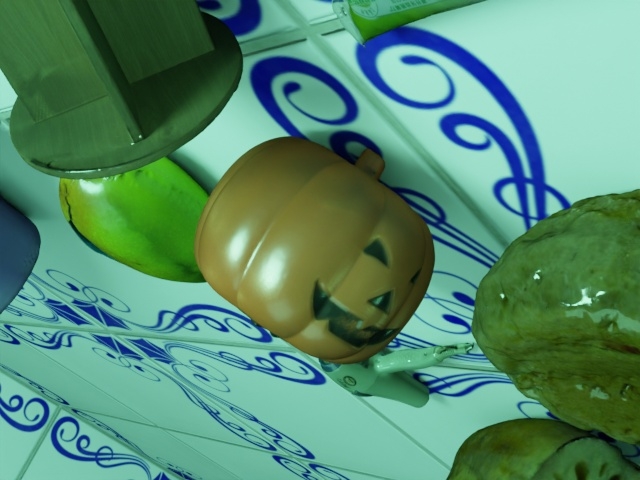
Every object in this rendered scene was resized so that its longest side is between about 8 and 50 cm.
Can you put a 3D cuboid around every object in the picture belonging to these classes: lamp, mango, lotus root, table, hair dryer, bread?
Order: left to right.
[{"bbox_3d":[-0.159,-0.174,0.574,0.167,0.167,0.226,13,145,28],"label":"table"},{"bbox_3d":[-0.164,-0.021,0.941,0.125,0.111,0.233,24,172,35],"label":"mango"},{"bbox_3d":[0.000,0.000,0.752,0.188,0.163,0.187,32,-179,0],"label":"lamp"},{"bbox_3d":[0.116,0.152,1.115,0.199,0.067,0.167,-9,151,31],"label":"hair dryer"},{"bbox_3d":[0.255,0.366,1.115,0.316,0.316,0.250,33,172,-15],"label":"lotus root"},{"bbox_3d":[0.224,0.058,0.685,0.230,0.123,0.230,24,156,11],"label":"bread"}]

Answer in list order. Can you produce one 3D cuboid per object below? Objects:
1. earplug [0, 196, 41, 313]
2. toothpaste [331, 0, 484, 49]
[{"bbox_3d":[-0.559,-0.074,1.123,0.215,0.215,0.456,5,146,41],"label":"earplug"},{"bbox_3d":[0.080,-0.151,0.491,0.248,0.047,0.078,-2,133,52],"label":"toothpaste"}]
